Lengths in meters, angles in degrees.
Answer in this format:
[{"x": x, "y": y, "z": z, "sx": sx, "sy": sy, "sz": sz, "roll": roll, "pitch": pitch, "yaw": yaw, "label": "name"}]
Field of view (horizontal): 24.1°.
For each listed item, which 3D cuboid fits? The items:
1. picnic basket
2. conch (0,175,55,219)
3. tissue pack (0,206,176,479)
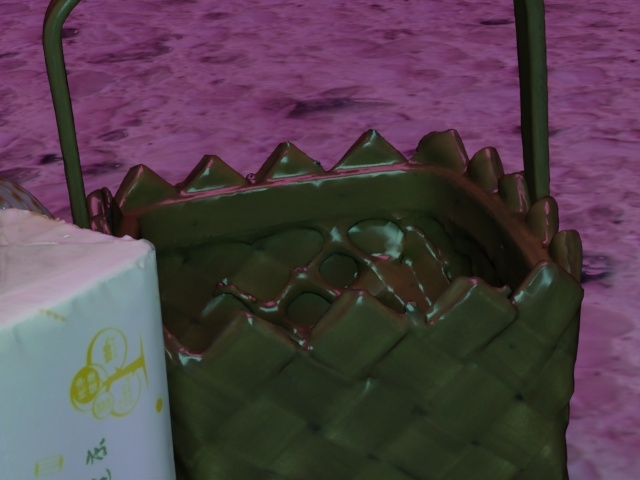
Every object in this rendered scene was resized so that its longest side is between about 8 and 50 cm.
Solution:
[{"x": 0.000, "y": 0.000, "z": 0.797, "sx": 0.254, "sy": 0.321, "sz": 0.291, "roll": -10, "pitch": 21, "yaw": -7, "label": "picnic basket"}, {"x": -0.251, "y": 0.000, "z": 1.115, "sx": 0.135, "sy": 0.102, "sz": 0.153, "roll": 16, "pitch": 24, "yaw": 6, "label": "conch"}, {"x": -0.153, "y": 0.123, "z": 0.620, "sx": 0.124, "sy": 0.225, "sz": 0.185, "roll": 17, "pitch": 29, "yaw": 39, "label": "tissue pack"}]
